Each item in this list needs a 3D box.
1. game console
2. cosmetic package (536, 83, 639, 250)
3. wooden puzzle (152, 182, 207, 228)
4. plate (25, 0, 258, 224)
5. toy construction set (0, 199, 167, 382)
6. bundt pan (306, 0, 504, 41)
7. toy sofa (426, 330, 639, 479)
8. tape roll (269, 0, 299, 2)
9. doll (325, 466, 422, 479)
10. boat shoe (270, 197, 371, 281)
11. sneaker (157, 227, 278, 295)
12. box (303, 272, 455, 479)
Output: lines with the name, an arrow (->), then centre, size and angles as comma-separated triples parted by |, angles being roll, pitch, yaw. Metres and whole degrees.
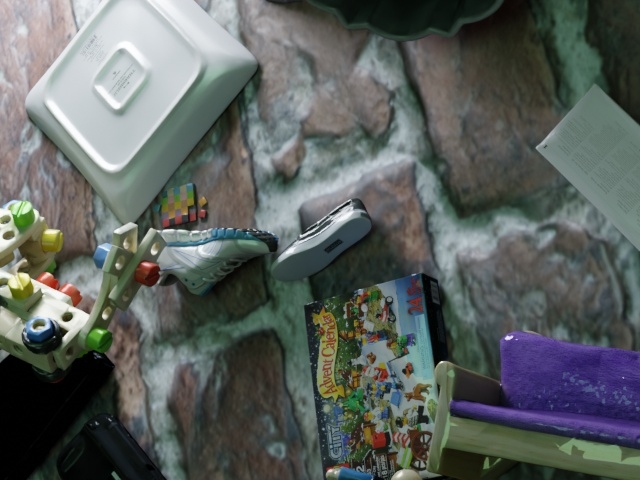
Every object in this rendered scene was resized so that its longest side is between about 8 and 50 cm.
game console -> -0.304, 0.268, 2.098 | 0.213, 0.044, 0.361 | -51, 57, 10
cosmetic package -> 0.346, -0.052, 1.782 | 0.099, 0.060, 0.239 | -46, 59, 10
wooden puzzle -> -0.180, -0.044, 2.126 | 0.083, 0.006, 0.049 | -14, 71, 27
plate -> -0.251, -0.206, 2.189 | 0.277, 0.045, 0.278 | -51, 58, 11
toy construction set -> -0.338, 0.052, 2.094 | 0.327, 0.151, 0.215 | 10, 47, 38
bundt pan -> 0.097, -0.398, 1.902 | 0.330, 0.331, 0.124 | -8, 31, 29
toy sofa -> 0.301, 0.183, 1.695 | 0.362, 0.150, 0.177 | 6, 82, 32
tape roll -> -0.044, -0.414, 2.102 | 0.219, 0.072, 0.219 | -9, 72, 29
doll -> 0.047, 0.300, 1.843 | 0.189, 0.129, 0.046 | -38, 21, 37
boat shoe -> 0.000, 0.000, 1.988 | 0.142, 0.049, 0.040 | -32, 44, 18
sneaker -> -0.128, 0.026, 2.048 | 0.190, 0.071, 0.083 | -5, 81, 38
box -> 0.070, 0.169, 1.899 | 0.159, 0.044, 0.233 | -17, 69, 26
